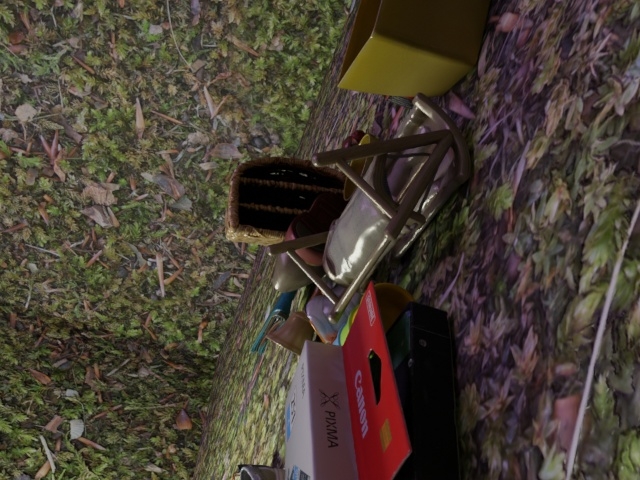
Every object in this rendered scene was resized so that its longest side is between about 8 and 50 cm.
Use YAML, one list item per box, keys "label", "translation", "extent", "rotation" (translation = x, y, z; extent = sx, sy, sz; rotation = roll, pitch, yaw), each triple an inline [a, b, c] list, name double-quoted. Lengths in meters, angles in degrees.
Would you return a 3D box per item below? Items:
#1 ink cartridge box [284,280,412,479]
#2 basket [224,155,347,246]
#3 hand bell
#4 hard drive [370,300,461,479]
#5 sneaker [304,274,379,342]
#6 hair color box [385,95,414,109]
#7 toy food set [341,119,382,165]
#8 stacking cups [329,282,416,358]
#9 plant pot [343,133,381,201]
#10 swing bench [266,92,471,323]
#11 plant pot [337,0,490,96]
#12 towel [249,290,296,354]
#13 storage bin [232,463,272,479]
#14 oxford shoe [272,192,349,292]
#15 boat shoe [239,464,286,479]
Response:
- label: "ink cartridge box"
  translation: [0.016, 0.231, 0.813]
  extent: [0.296, 0.066, 0.261]
  rotation: [-97, 22, -58]
- label: "basket"
  translation: [-0.063, -0.093, 1.482]
  extent: [0.223, 0.298, 0.214]
  rotation: [155, 121, -78]
- label: "hand bell"
  translation: [-0.018, 0.148, 1.507]
  extent: [0.242, 0.126, 0.126]
  rotation: [-62, 10, -6]
- label: "hard drive"
  translation: [0.090, 0.275, 0.788]
  extent: [0.339, 0.064, 0.237]
  rotation: [-84, 16, -45]
- label: "sneaker"
  translation: [0.064, 0.100, 1.187]
  extent: [0.121, 0.099, 0.262]
  rotation: [-26, 11, 18]
- label: "hair color box"
  translation: [0.181, -0.338, 1.287]
  extent: [0.043, 0.071, 0.141]
  rotation: [132, 153, -65]
- label: "toy food set"
  translation: [0.077, -0.213, 1.617]
  extent: [0.128, 0.071, 0.218]
  rotation: [-93, 23, -61]
- label: "stacking cups"
  translation: [0.059, 0.172, 1.052]
  extent: [0.316, 0.095, 0.096]
  rotation: [122, 163, -59]
- label: "plant pot"
  translation: [0.112, -0.127, 1.232]
  extent: [0.134, 0.095, 0.134]
  rotation: [-163, 90, -79]
- label: "swing bench"
  translation: [0.087, -0.049, 0.981]
  extent: [0.254, 0.165, 0.253]
  rotation: [-34, -16, -35]
- label: "plant pot"
  translation: [0.165, -0.361, 1.090]
  extent: [0.212, 0.187, 0.212]
  rotation: [146, 141, -73]
- label: "towel"
  translation: [-0.069, 0.114, 1.736]
  extent: [0.370, 0.040, 0.271]
  rotation: [-62, 3, -36]
- label: "storage bin"
  translation: [-0.162, 0.591, 1.517]
  extent: [0.135, 0.098, 0.091]
  rotation: [148, 128, -74]
- label: "oxford shoe"
  translation: [0.000, 0.000, 1.239]
  extent: [0.130, 0.123, 0.348]
  rotation: [-55, -13, 25]
- label: "boat shoe"
  translation: [-0.113, 0.562, 1.255]
  extent: [0.320, 0.103, 0.118]
  rotation: [-100, 29, -68]
